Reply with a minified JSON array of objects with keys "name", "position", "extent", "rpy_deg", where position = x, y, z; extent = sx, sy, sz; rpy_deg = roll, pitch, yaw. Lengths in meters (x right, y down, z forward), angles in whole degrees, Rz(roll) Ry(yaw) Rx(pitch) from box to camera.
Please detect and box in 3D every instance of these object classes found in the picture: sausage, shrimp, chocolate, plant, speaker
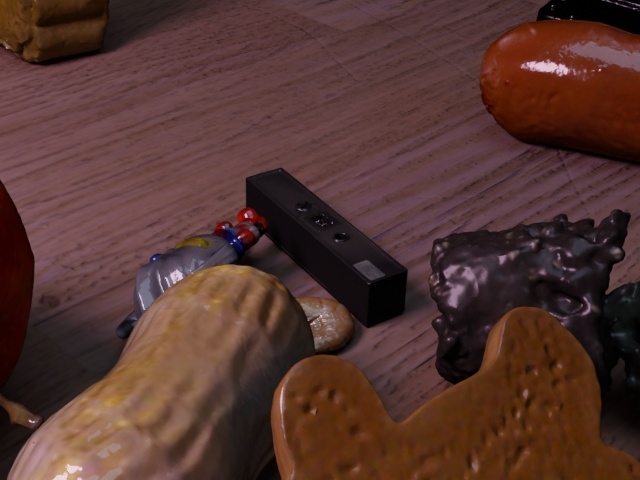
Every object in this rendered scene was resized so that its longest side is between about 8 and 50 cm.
[{"name":"sausage","position":[0.288,-0.152,1.054],"extent":[0.258,0.133,0.133],"rpy_deg":[16,36,19]},{"name":"shrimp","position":[-0.027,0.067,0.801],"extent":[0.108,0.023,0.059],"rpy_deg":[-3,42,-6]},{"name":"chocolate","position":[-0.089,0.122,0.620],"extent":[0.134,0.134,0.309],"rpy_deg":[13,31,16]},{"name":"plant","position":[0.177,0.050,0.725],"extent":[0.203,0.131,0.142],"rpy_deg":[-5,77,3]},{"name":"speaker","position":[0.000,0.000,0.881],"extent":[0.040,0.046,0.191],"rpy_deg":[-19,38,-27]}]

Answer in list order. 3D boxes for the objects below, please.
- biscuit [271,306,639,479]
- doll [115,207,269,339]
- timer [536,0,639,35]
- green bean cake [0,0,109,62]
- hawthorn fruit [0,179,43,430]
[{"name":"biscuit","position":[0.047,0.159,0.560],"extent":[0.339,0.047,0.216],"rpy_deg":[-22,75,-33]},{"name":"doll","position":[-0.096,0.024,0.809],"extent":[0.104,0.062,0.195],"rpy_deg":[-10,18,23]},{"name":"timer","position":[0.376,-0.263,1.298],"extent":[0.187,0.055,0.144],"rpy_deg":[24,41,24]},{"name":"green bean cake","position":[-0.342,-0.350,1.234],"extent":[0.131,0.230,0.224],"rpy_deg":[-16,39,-36]},{"name":"hawthorn fruit","position":[-0.271,0.042,0.642],"extent":[0.271,0.242,0.242],"rpy_deg":[23,38,18]}]
